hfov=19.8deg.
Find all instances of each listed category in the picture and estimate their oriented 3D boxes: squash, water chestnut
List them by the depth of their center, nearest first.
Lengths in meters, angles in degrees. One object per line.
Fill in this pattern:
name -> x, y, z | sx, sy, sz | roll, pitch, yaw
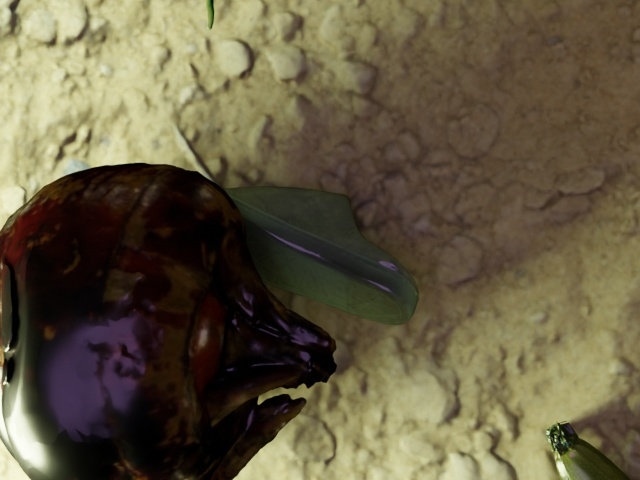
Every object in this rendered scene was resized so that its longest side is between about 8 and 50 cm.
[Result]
water chestnut -> -0.138, 0.081, 1.419 | 0.244, 0.289, 0.289 | 2, 99, -23
squash -> 0.245, 0.218, 1.465 | 0.183, 0.052, 0.052 | 45, 102, 1

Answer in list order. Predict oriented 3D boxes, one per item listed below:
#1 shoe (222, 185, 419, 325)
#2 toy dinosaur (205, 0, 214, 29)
shoe -> 0.000, 0.000, 1.479 | 0.195, 0.079, 0.078 | 26, 59, 18
toy dinosaur -> -0.081, -0.230, 1.477 | 0.060, 0.029, 0.120 | 0, 98, -2
